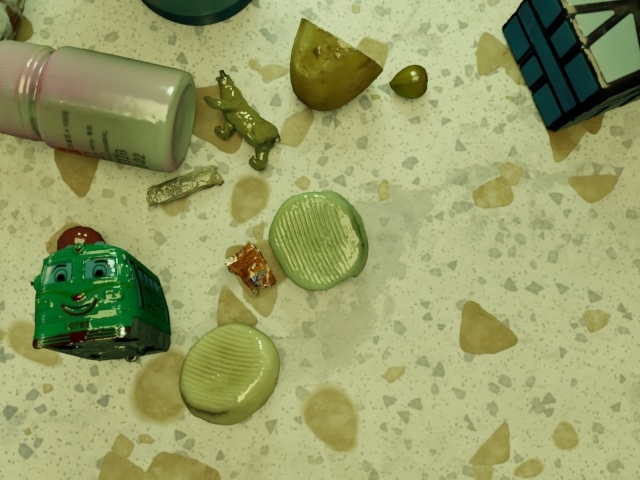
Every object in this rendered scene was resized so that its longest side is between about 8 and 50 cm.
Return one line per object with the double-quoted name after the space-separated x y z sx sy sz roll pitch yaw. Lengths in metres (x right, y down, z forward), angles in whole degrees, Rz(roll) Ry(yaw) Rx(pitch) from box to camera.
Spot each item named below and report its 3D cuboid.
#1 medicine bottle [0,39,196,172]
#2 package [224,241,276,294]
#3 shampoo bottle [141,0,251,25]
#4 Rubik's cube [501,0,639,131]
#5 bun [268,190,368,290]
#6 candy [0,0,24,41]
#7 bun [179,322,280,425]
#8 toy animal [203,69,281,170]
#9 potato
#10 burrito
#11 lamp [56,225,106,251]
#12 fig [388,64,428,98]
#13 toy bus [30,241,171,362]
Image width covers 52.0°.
-0.471 -0.279 1.356 0.389 0.219 0.219 11 84 -1 "medicine bottle"
-0.151 0.064 1.426 0.077 0.033 0.110 -38 82 5 "package"
-0.277 -0.665 1.338 0.332 0.342 0.330 0 85 -2 "shampoo bottle"
0.597 -0.427 1.371 0.294 0.283 0.288 -24 85 -2 "Rubik's cube"
-0.001 -0.003 1.401 0.222 0.108 0.221 0 89 5 "bun"
-0.722 -0.493 1.373 0.157 0.214 0.289 21 81 -1 "candy"
-0.181 0.282 1.366 0.223 0.127 0.222 -9 64 20 "bun"
-0.172 -0.267 1.437 0.219 0.103 0.101 42 66 5 "toy animal"
0.013 -0.357 1.413 0.204 0.178 0.158 26 101 -13 "potato"
-0.299 -0.120 1.435 0.171 0.042 0.051 -21 75 -5 "burrito"
-0.507 0.016 1.393 0.101 0.090 0.101 -1 126 -1 "lamp"
0.196 -0.351 1.457 0.088 0.074 0.073 -9 85 13 "fig"
-0.410 0.125 1.266 0.184 0.343 0.199 -7 76 -3 "toy bus"
